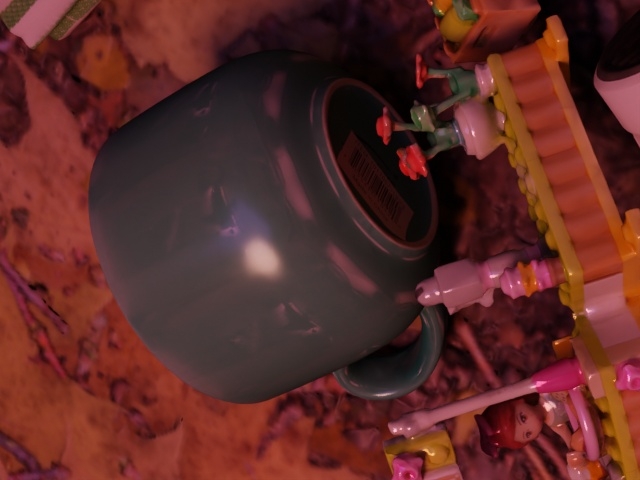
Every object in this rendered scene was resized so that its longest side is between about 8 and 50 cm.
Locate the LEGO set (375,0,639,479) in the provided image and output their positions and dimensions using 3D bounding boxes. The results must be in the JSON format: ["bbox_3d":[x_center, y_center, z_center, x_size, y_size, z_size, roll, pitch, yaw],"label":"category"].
[{"bbox_3d":[0.063,0.026,0.585,0.107,0.132,0.287,-18,98,2],"label":"LEGO set"}]

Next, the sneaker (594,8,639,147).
[{"bbox_3d":[0.237,-0.077,0.493,0.290,0.106,0.123,-27,109,38],"label":"sneaker"}]

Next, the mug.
[{"bbox_3d":[-0.005,-0.008,0.648,0.097,0.158,0.129,-28,66,30],"label":"mug"}]

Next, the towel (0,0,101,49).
[{"bbox_3d":[-0.145,-0.281,0.691,0.248,0.038,0.325,-41,81,33],"label":"towel"}]
